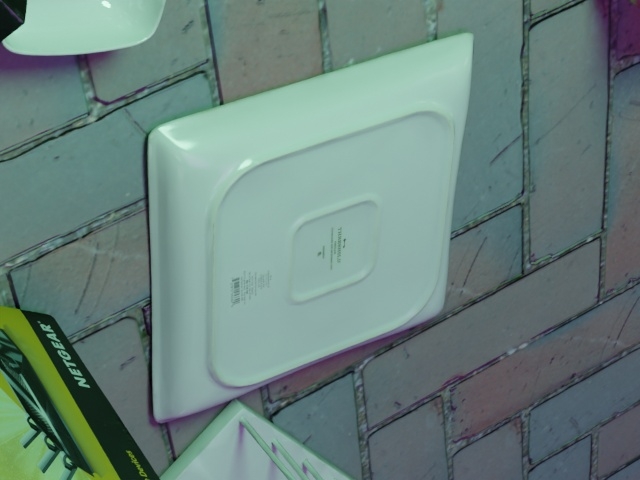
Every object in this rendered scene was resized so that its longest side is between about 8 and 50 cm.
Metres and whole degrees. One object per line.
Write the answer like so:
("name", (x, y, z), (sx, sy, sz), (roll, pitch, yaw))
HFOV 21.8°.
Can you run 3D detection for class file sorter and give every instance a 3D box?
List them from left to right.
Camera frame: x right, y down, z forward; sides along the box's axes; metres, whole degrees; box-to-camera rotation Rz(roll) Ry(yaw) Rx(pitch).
("file sorter", (-0.039, 0.330, 1.709), (0.193, 0.173, 0.277), (-46, 140, 2))

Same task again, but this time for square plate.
("square plate", (0.000, 0.000, 1.563), (0.344, 0.049, 0.347), (-20, 133, -27))

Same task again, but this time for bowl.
("bowl", (-0.181, -0.211, 1.233), (0.142, 0.053, 0.142), (-10, 128, -35))

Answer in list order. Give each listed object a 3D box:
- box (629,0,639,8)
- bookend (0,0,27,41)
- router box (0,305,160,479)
("box", (0.346, -0.337, 1.510), (0.122, 0.128, 0.257), (-19, 134, -27))
("bookend", (-0.309, -0.171, 1.135), (0.157, 0.072, 0.156), (-35, 122, 18))
("router box", (-0.258, 0.160, 1.280), (0.243, 0.309, 0.081), (15, 116, -46))
